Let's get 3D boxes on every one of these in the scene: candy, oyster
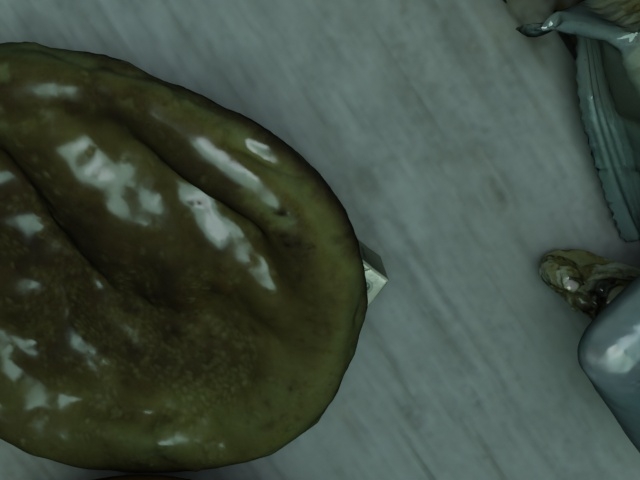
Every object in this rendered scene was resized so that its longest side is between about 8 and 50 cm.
[{"bbox_3d":[0.219,0.035,0.542,0.174,0.071,0.138,-44,134,-1],"label":"candy"},{"bbox_3d":[0.224,0.061,0.626,0.106,0.061,0.200,-37,108,-2],"label":"oyster"}]

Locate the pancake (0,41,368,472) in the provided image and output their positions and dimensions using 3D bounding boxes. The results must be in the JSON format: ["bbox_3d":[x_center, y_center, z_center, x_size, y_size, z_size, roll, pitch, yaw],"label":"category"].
[{"bbox_3d":[-0.117,0.028,0.578,0.294,0.049,0.295,5,119,8],"label":"pancake"}]

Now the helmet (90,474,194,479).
[{"bbox_3d":[-0.104,0.203,0.598,0.224,0.198,0.130,-10,74,-5],"label":"helmet"}]

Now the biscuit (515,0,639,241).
[{"bbox_3d":[0.279,-0.121,0.540,0.309,0.079,0.186,-31,124,9],"label":"biscuit"}]

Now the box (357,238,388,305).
[{"bbox_3d":[0.000,0.000,0.598,0.083,0.054,0.024,37,98,-10],"label":"box"}]
